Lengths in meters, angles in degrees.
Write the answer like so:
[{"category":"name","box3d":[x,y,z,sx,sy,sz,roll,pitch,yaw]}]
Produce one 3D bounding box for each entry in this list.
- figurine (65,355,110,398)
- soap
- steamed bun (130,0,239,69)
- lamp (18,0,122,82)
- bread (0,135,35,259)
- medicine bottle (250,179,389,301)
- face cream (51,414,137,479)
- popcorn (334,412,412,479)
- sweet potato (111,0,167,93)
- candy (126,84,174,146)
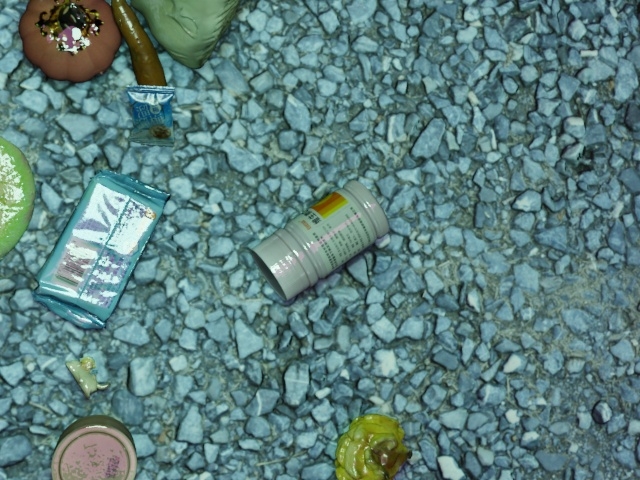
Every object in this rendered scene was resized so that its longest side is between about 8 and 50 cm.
[{"category":"figurine","box3d":[-0.433,0.250,1.552,0.051,0.047,0.083,-32,89,-28]},{"category":"soap","box3d":[-0.407,0.013,1.544,0.156,0.077,0.293,28,83,-13]},{"category":"steamed bun","box3d":[-0.230,-0.495,1.481,0.220,0.324,0.309,26,74,-8]},{"category":"lamp","box3d":[-0.452,-0.377,1.510,0.182,0.140,0.181,1,86,-12]},{"category":"bread","box3d":[-0.671,-0.081,1.497,0.302,0.045,0.301,0,89,-14]},{"category":"medicine bottle","box3d":[0.000,0.000,1.621,0.250,0.133,0.133,-35,97,-12]},{"category":"face cream","box3d":[-0.411,0.399,1.519,0.149,0.104,0.149,0,89,-14]},{"category":"popcorn","box3d":[0.100,0.424,1.638,0.148,0.152,0.167,19,82,-41]},{"category":"sweet potato","box3d":[-0.325,-0.334,1.540,0.057,0.057,0.264,-23,124,-14]},{"category":"candy","box3d":[-0.318,-0.232,1.565,0.088,0.038,0.136,-2,133,-13]}]
